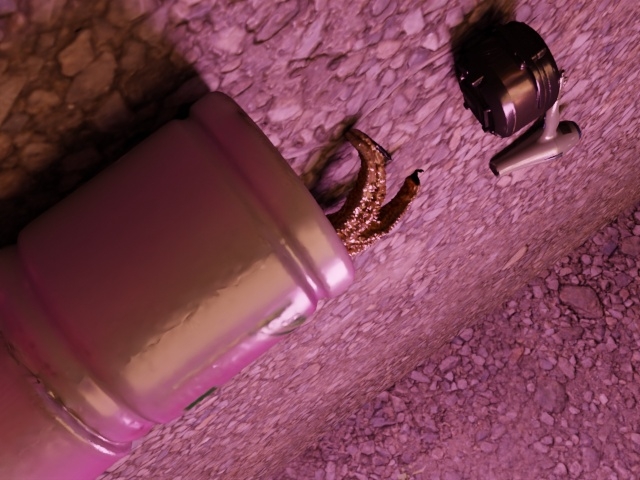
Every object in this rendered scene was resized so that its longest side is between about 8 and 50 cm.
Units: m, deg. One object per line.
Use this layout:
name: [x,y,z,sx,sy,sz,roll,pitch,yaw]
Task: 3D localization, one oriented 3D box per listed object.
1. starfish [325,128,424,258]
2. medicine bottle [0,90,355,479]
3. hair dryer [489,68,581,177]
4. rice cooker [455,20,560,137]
starfish: [-0.002,-0.003,0.972,0.303,0.113,0.312,-49,166,30]
medicine bottle: [-0.154,0.047,0.663,0.325,0.212,0.212,-38,159,-6]
hair dryer: [0.351,-0.179,1.288,0.167,0.067,0.199,-35,149,4]
rice cooker: [0.228,-0.195,0.952,0.106,0.112,0.165,-36,159,7]
